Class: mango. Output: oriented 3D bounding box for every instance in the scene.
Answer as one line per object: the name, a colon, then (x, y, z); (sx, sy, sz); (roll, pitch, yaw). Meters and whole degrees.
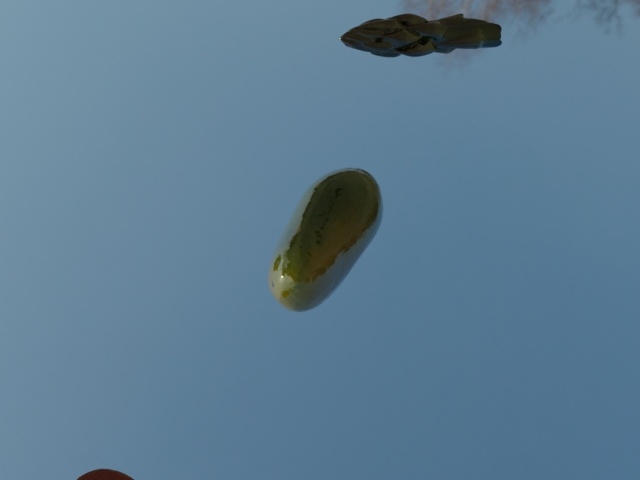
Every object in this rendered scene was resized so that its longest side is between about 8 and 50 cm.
mango: (0.000, 0.001, 0.867); (0.085, 0.122, 0.191); (38, -131, 1)

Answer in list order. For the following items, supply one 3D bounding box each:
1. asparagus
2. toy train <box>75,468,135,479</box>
asparagus: (0.170, -0.354, 1.508); (0.287, 0.080, 0.080); (-7, -129, -14)
toy train: (-0.215, 0.368, 0.903); (0.116, 0.285, 0.177); (-15, -135, -33)
